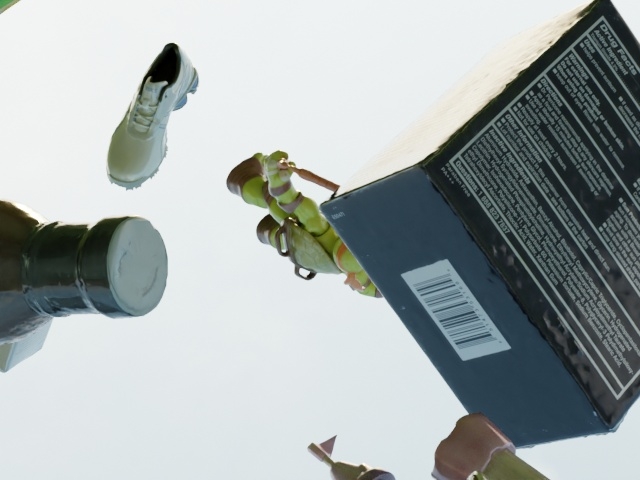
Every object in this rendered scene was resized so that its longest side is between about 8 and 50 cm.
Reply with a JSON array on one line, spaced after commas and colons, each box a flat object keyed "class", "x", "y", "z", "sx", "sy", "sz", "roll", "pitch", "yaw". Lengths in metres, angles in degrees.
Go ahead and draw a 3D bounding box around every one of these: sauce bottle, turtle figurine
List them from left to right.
[{"class": "sauce bottle", "x": -0.266, "y": 0.025, "z": 1.353, "sx": 0.344, "sy": 0.111, "sz": 0.111, "roll": 0, "pitch": -139, "yaw": 31}, {"class": "turtle figurine", "x": 0.000, "y": 0.000, "z": 1.872, "sx": 0.087, "sy": 0.269, "sz": 0.217, "roll": -52, "pitch": -146, "yaw": -6}]

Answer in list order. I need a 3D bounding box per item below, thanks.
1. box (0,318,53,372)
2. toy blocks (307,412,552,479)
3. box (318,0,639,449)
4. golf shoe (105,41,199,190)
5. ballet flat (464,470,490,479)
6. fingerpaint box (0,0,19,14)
[{"class": "box", "x": -0.310, "y": 0.058, "z": 1.786, "sx": 0.101, "sy": 0.087, "sz": 0.102, "roll": 25, "pitch": -165, "yaw": 8}, {"class": "toy blocks", "x": 0.005, "y": 0.292, "z": 1.513, "sx": 0.260, "sy": 0.309, "sz": 0.289, "roll": 34, "pitch": -141, "yaw": 30}, {"class": "box", "x": 0.212, "y": -0.013, "z": 1.742, "sx": 0.294, "sy": 0.296, "sz": 0.183, "roll": -42, "pitch": -168, "yaw": -32}, {"class": "golf shoe", "x": -0.195, "y": -0.143, "z": 2.098, "sx": 0.069, "sy": 0.086, "sz": 0.176, "roll": 17, "pitch": -113, "yaw": 10}, {"class": "ballet flat", "x": 0.145, "y": 0.287, "z": 1.399, "sx": 0.086, "sy": 0.248, "sz": 0.086, "roll": -1, "pitch": -167, "yaw": 0}, {"class": "fingerpaint box", "x": -0.315, "y": -0.209, "z": 1.228, "sx": 0.371, "sy": 0.163, "sz": 0.445, "roll": -12, "pitch": -157, "yaw": 38}]
